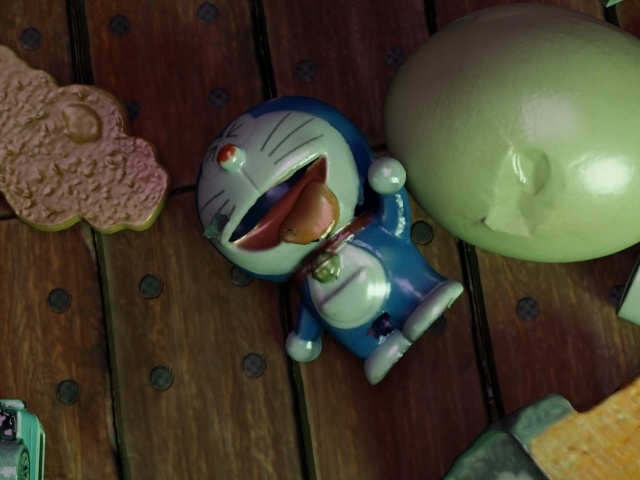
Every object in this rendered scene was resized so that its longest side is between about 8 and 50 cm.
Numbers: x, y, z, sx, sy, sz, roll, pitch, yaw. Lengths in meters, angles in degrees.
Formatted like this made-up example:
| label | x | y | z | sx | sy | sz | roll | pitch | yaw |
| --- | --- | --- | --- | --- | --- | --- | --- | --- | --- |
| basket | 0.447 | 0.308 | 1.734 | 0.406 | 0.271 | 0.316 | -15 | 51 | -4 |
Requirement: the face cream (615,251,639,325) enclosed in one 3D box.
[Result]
| label | x | y | z | sx | sy | sz | roll | pitch | yaw |
| --- | --- | --- | --- | --- | --- | --- | --- | --- | --- |
| face cream | 0.386 | 0.080 | 1.380 | 0.250 | 0.077 | 0.077 | 22 | 80 | 7 |

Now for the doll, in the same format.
| label | x | y | z | sx | sy | sz | roll | pitch | yaw |
| --- | --- | --- | --- | --- | --- | --- | --- | --- | --- |
| doll | 0.000 | 0.000 | 1.366 | 0.257 | 0.161 | 0.215 | 47 | 117 | 11 |

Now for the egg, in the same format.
| label | x | y | z | sx | sy | sz | roll | pitch | yaw |
| --- | --- | --- | --- | --- | --- | --- | --- | --- | --- |
| egg | 0.186 | -0.090 | 1.348 | 0.269 | 0.219 | 0.219 | 6 | 79 | 7 |

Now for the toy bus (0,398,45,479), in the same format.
| label | x | y | z | sx | sy | sz | roll | pitch | yaw |
| --- | --- | --- | --- | --- | --- | --- | --- | --- | --- |
| toy bus | -0.296 | 0.271 | 1.316 | 0.133 | 0.165 | 0.271 | 0 | 79 | 2 |

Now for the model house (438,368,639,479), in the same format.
| label | x | y | z | sx | sy | sz | roll | pitch | yaw |
| --- | --- | --- | --- | --- | --- | --- | --- | --- | --- |
| model house | 0.289 | 0.225 | 1.331 | 0.301 | 0.190 | 0.271 | -30 | 72 | -31 |

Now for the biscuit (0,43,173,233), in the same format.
| label | x | y | z | sx | sy | sz | roll | pitch | yaw |
| --- | --- | --- | --- | --- | --- | --- | --- | --- | --- |
| biscuit | -0.246 | -0.084 | 1.452 | 0.236 | 0.040 | 0.144 | 26 | 88 | 5 |

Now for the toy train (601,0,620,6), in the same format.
| label | x | y | z | sx | sy | sz | roll | pitch | yaw |
| --- | --- | --- | --- | --- | --- | --- | --- | --- | --- |
| toy train | 0.358 | -0.287 | 1.468 | 0.234 | 0.051 | 0.052 | -25 | 79 | -7 |
